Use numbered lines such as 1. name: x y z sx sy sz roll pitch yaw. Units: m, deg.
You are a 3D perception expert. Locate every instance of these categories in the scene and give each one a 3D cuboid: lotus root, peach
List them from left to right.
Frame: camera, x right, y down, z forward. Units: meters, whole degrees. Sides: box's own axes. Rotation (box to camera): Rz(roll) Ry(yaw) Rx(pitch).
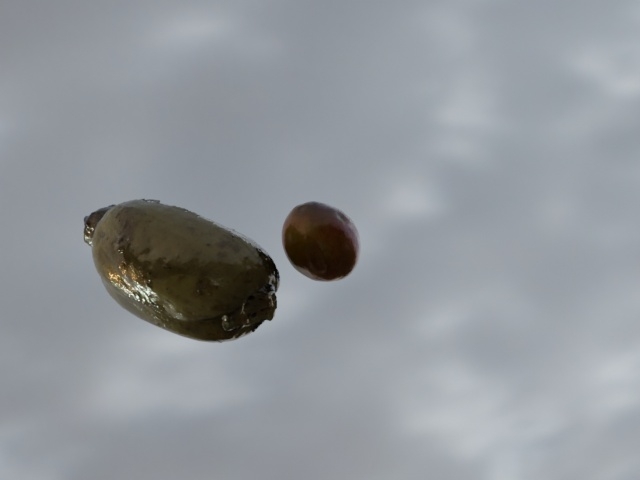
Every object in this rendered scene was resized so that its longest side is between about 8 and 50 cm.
1. lotus root: -0.182 0.032 2.081 0.146 0.284 0.160 -35 -38 -44
2. peach: 0.001 -0.001 2.062 0.101 0.100 0.100 -13 -39 -11
